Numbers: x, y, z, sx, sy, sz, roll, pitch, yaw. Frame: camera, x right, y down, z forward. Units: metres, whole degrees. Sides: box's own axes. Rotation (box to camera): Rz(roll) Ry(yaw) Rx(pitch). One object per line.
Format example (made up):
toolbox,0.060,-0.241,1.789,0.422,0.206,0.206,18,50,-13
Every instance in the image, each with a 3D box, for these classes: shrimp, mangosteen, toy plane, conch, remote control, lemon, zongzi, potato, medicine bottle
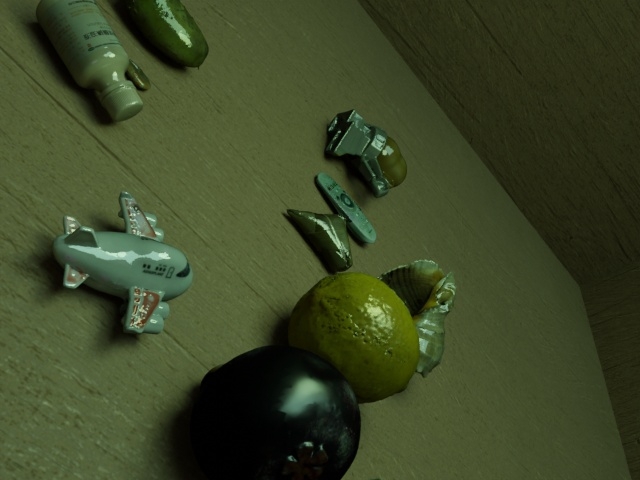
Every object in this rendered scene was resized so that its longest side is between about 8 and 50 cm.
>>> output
shrimp,-0.408,-0.374,1.265,0.108,0.023,0.059,57,21,-2
mangosteen,-0.081,0.286,0.955,0.275,0.275,0.302,40,-1,-28
toy plane,-0.312,0.036,0.941,0.252,0.118,0.252,38,36,-35
conch,0.212,0.199,1.488,0.263,0.186,0.324,41,59,-5
remote control,0.074,-0.093,1.690,0.256,0.045,0.097,53,29,-2
lemon,0.074,0.208,1.209,0.310,0.258,0.258,44,33,-18
zongzi,0.000,0.000,1.474,0.176,0.078,0.160,9,55,-40
potato,-0.364,-0.511,1.368,0.251,0.113,0.149,54,22,-25
medicine bottle,-0.433,-0.351,1.114,0.252,0.114,0.114,59,30,0

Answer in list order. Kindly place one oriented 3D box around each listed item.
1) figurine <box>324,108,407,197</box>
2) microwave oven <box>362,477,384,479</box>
figurine,0.163,-0.278,1.868,0.285,0.167,0.342,32,59,-24
microwave oven,0.108,0.540,1.025,0.240,0.194,0.145,39,40,-29
